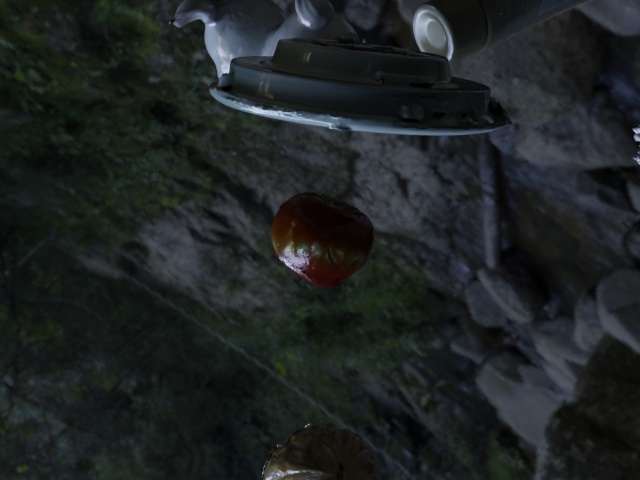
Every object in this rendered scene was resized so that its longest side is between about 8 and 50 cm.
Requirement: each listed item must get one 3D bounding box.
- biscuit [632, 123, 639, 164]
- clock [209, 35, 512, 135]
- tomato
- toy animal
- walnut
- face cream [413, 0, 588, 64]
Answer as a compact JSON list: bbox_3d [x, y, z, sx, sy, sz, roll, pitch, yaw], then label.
[{"bbox_3d":[0.511,-0.094,1.094,0.239,0.108,0.062,36,131,42],"label":"biscuit"},{"bbox_3d":[0.032,-0.126,0.683,0.236,0.236,0.053,35,125,57],"label":"clock"},{"bbox_3d":[0.000,0.000,0.746,0.087,0.075,0.087,21,-167,-5],"label":"tomato"},{"bbox_3d":[-0.090,-0.335,1.484,0.310,0.183,0.247,29,166,22],"label":"toy animal"},{"bbox_3d":[0.001,0.393,1.420,0.198,0.198,0.245,44,149,10],"label":"walnut"},{"bbox_3d":[0.276,-0.323,1.141,0.084,0.341,0.137,48,155,32],"label":"face cream"}]
